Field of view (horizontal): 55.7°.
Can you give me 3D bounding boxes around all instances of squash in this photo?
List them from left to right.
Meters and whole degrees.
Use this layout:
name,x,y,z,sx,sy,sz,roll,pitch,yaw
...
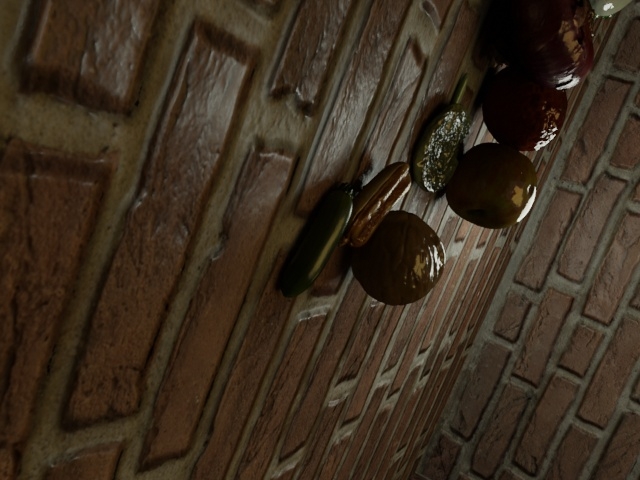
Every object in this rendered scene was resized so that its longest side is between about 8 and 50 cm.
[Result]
name,x,y,z,sx,sy,sz,roll,pitch,yaw
squash,0.000,0.000,1.178,0.258,0.069,0.069,-61,155,-6

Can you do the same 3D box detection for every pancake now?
name,x,y,z,sx,sy,sz,roll,pitch,yaw
pancake,0.314,-0.238,1.569,0.253,0.037,0.253,-35,141,-35

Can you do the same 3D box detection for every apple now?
name,x,y,z,sx,sy,sz,roll,pitch,yaw
apple,0.509,-0.170,1.788,0.264,0.264,0.264,-44,148,-37

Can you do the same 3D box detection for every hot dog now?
name,x,y,z,sx,sy,sz,roll,pitch,yaw
hot dog,0.107,-0.081,1.299,0.249,0.076,0.102,-50,149,-25

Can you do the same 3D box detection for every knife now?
name,x,y,z,sx,sy,sz,roll,pitch,yaw
knife,0.334,-0.298,1.602,0.043,0.020,0.293,-4,118,-58

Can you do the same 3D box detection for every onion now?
name,x,y,z,sx,sy,sz,roll,pitch,yaw
onion,0.553,-0.542,1.561,0.347,0.285,0.347,40,39,-43

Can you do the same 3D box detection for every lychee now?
name,x,y,z,sx,sy,sz,roll,pitch,yaw
lychee,0.588,-0.390,1.766,0.255,0.300,0.255,-7,110,-20

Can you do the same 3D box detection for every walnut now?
name,x,y,z,sx,sy,sz,roll,pitch,yaw
walnut,0.180,0.037,1.404,0.228,0.228,0.228,-44,148,-37

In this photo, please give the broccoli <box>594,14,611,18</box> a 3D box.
name,x,y,z,sx,sy,sz,roll,pitch,yaw
broccoli,0.787,-0.767,1.822,0.270,0.270,0.270,-46,-175,-34

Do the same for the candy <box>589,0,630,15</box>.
name,x,y,z,sx,sy,sz,roll,pitch,yaw
candy,0.798,-0.762,1.494,0.427,0.186,0.386,-59,157,3
